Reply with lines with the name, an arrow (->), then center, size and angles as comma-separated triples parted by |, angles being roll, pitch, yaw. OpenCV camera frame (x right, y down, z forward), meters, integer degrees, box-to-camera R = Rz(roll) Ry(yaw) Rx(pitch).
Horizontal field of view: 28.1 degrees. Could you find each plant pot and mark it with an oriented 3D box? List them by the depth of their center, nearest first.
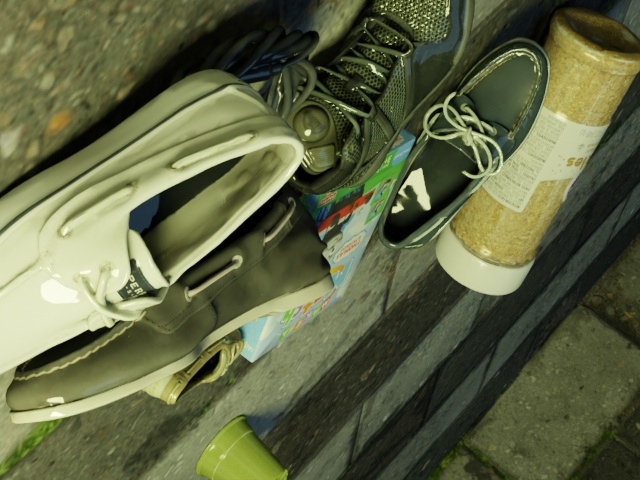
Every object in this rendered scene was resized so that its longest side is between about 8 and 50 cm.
plant pot -> -0.080, 0.249, 1.406 | 0.083, 0.079, 0.083 | -47, 162, -20

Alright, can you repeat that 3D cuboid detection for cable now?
cable -> -0.071, -0.084, 0.877 | 0.184, 0.047, 0.150 | -47, 157, -4

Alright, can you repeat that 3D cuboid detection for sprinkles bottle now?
sprinkles bottle -> 0.256, -0.100, 1.529 | 0.121, 0.121, 0.355 | -31, 152, -50

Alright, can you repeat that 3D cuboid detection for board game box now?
board game box -> 0.000, 0.000, 1.207 | 0.160, 0.039, 0.211 | -33, 154, -48

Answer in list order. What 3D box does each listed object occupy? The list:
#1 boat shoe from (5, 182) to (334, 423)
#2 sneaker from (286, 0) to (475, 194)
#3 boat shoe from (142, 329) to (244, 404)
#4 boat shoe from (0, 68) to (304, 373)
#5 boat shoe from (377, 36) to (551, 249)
boat shoe -> -0.111, 0.038, 0.941 | 0.112, 0.095, 0.335 | -12, -173, 37
sneaker -> 0.036, -0.125, 0.985 | 0.227, 0.087, 0.130 | -56, 169, 27
boat shoe -> -0.106, 0.111, 1.131 | 0.056, 0.048, 0.153 | -58, 161, 16
boat shoe -> -0.124, 0.006, 0.766 | 0.267, 0.088, 0.096 | -37, 141, -17
boat shoe -> 0.142, -0.095, 1.305 | 0.254, 0.095, 0.079 | -49, 175, 16
